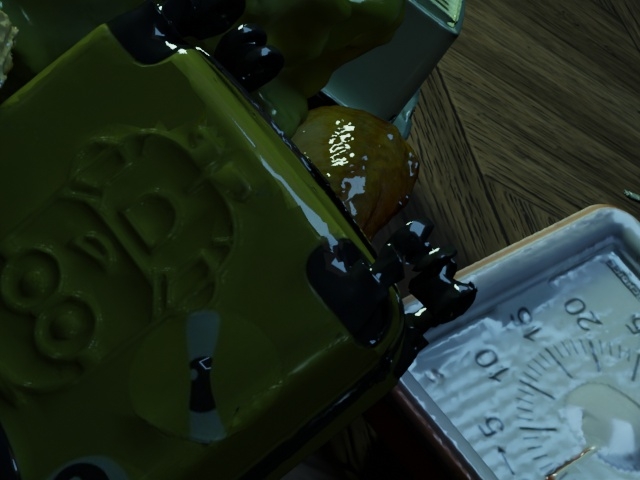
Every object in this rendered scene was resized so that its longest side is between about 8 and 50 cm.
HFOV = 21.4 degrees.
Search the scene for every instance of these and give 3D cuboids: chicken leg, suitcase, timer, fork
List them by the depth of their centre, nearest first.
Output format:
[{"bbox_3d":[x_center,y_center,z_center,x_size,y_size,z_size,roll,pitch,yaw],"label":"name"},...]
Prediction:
[{"bbox_3d":[-0.076,0.028,0.738,0.194,0.235,0.143,51,0,20],"label":"suitcase"},{"bbox_3d":[0.155,0.132,1.001,0.257,0.161,0.250,50,33,18],"label":"timer"},{"bbox_3d":[-0.003,-0.002,1.061,0.087,0.107,0.251,51,27,-23],"label":"chicken leg"},{"bbox_3d":[0.351,-0.036,1.761,0.115,0.012,0.016,13,32,-39],"label":"fork"}]

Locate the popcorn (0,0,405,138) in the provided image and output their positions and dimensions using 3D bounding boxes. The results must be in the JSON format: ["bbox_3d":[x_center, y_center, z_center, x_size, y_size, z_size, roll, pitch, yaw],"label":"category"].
[{"bbox_3d":[-0.091,-0.172,0.956,0.312,0.312,0.312,34,25,-18],"label":"popcorn"}]

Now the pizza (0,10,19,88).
[{"bbox_3d":[-0.225,-0.077,0.714,0.297,0.189,0.071,-102,180,-62],"label":"pizza"}]

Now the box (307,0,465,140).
[{"bbox_3d":[-0.037,-0.195,1.241,0.290,0.166,0.220,37,24,-11],"label":"box"}]
